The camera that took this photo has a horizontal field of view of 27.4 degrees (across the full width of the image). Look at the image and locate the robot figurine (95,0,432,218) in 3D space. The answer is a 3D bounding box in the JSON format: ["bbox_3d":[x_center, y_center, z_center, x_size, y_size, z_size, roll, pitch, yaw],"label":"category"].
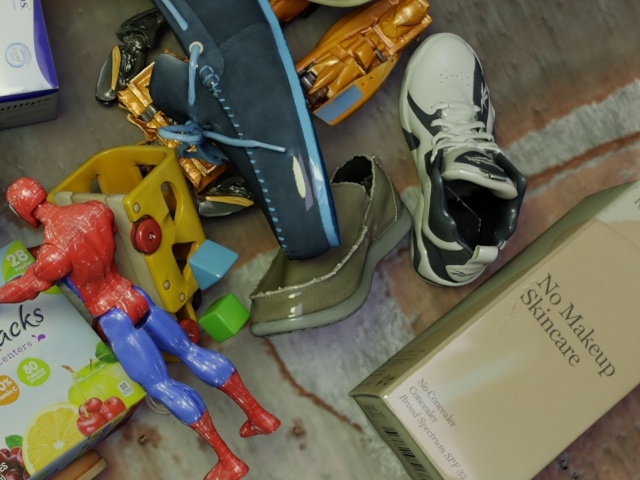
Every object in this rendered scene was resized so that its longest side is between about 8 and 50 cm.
[{"bbox_3d":[-0.054,-0.158,1.160,0.291,0.085,0.211,-41,89,-14],"label":"robot figurine"}]

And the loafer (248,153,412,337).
[{"bbox_3d":[0.000,0.000,1.095,0.094,0.251,0.087,-12,109,25],"label":"loafer"}]

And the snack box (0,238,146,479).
[{"bbox_3d":[-0.274,0.121,1.037,0.207,0.070,0.174,-33,78,-39],"label":"snack box"}]

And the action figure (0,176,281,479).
[{"bbox_3d":[-0.169,0.072,1.031,0.280,0.139,0.091,55,44,-18],"label":"action figure"}]

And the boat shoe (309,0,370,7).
[{"bbox_3d":[-0.046,-0.303,1.118,0.104,0.089,0.285,-41,65,-15],"label":"boat shoe"}]

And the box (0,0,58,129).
[{"bbox_3d":[-0.264,-0.165,1.087,0.072,0.137,0.126,-12,87,-13],"label":"box"}]

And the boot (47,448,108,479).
[{"bbox_3d":[-0.288,0.169,1.083,0.197,0.073,0.152,-22,83,-20],"label":"boot"}]

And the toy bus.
[{"bbox_3d":[-0.142,0.017,1.110,0.191,0.202,0.104,39,47,1],"label":"toy bus"}]

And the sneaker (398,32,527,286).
[{"bbox_3d":[0.130,-0.080,1.161,0.094,0.153,0.235,8,83,-14],"label":"sneaker"}]

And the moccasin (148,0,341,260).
[{"bbox_3d":[-0.082,-0.127,1.050,0.117,0.137,0.342,-20,65,-4],"label":"moccasin"}]

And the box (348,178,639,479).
[{"bbox_3d":[0.195,0.095,1.173,0.311,0.121,0.148,-39,93,-14],"label":"box"}]
